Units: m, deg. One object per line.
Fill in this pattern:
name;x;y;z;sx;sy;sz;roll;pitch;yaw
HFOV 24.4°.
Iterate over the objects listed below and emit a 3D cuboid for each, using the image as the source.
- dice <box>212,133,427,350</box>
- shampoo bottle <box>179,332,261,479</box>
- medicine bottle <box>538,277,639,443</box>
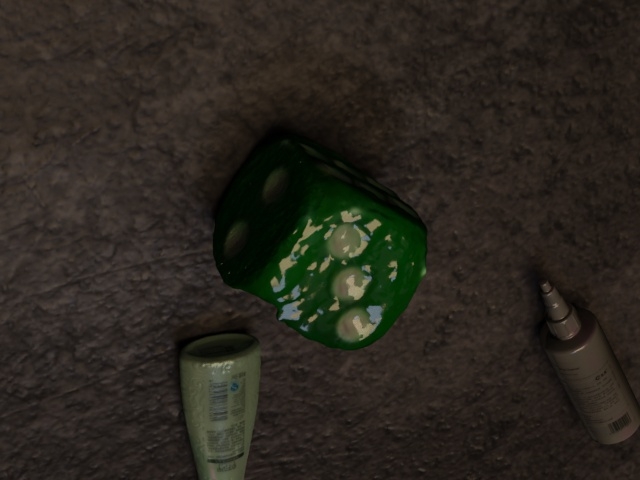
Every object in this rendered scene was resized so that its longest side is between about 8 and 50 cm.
dice;0.000;0.000;1.139;0.128;0.131;0.120;26;105;-31
shampoo bottle;-0.084;0.168;1.257;0.069;0.041;0.191;-12;123;-21
medicine bottle;0.235;0.103;1.339;0.057;0.058;0.199;-33;125;-1
